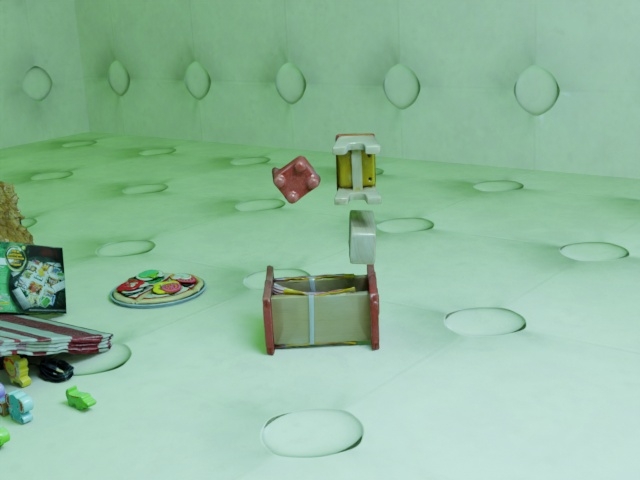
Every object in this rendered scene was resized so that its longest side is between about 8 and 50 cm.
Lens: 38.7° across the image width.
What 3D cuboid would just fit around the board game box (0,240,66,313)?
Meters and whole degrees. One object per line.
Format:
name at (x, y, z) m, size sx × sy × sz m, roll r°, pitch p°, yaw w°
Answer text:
board game box at (-0.578, 0.070, 1.705) m, size 0.030 × 0.136 × 0.259 m, roll -7°, pitch -9°, yaw 27°

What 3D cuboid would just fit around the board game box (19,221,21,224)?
board game box at (-0.922, -0.020, 2.413) m, size 0.165 × 0.042 × 0.243 m, roll -1°, pitch 16°, yaw 7°

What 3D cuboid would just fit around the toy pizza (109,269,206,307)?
toy pizza at (-0.340, 0.094, 1.908) m, size 0.201 × 0.032 × 0.201 m, roll -3°, pitch 16°, yaw 1°

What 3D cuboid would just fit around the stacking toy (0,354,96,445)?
stacking toy at (-0.476, 0.240, 1.386) m, size 0.221 × 0.052 × 0.167 m, roll 10°, pitch 21°, yaw 38°

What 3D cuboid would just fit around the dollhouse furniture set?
dollhouse furniture set at (0.000, 0.000, 1.558) m, size 0.201 × 0.374 × 0.152 m, roll -1°, pitch 20°, yaw 1°

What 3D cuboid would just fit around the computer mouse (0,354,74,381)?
computer mouse at (-0.510, 0.198, 1.558) m, size 0.242 × 0.041 × 0.071 m, roll 7°, pitch 18°, yaw 30°

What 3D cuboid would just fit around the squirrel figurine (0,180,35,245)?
squirrel figurine at (-0.754, -0.022, 1.756) m, size 0.396 × 0.281 × 0.370 m, roll -3°, pitch 9°, yaw -19°

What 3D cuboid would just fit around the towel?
towel at (-0.538, 0.160, 1.530) m, size 0.237 × 0.037 × 0.329 m, roll 9°, pitch 1°, yaw 27°
